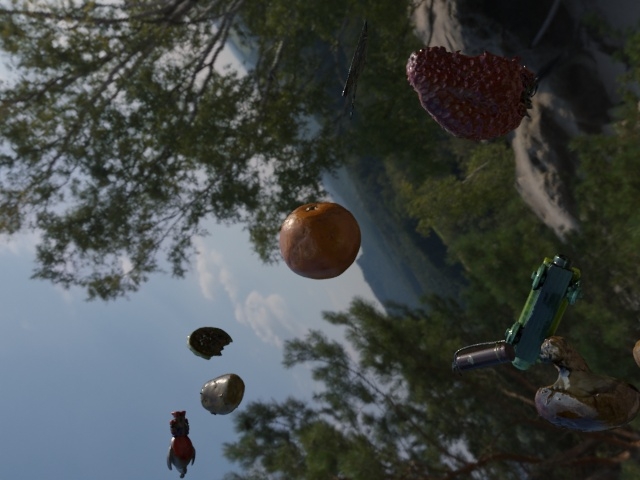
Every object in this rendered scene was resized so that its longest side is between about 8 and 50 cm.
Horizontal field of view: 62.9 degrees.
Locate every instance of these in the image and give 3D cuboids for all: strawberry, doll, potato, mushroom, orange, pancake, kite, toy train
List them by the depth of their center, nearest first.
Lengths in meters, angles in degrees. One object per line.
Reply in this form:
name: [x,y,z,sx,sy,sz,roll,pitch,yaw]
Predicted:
strawberry: [0.262,-0.235,0.910,0.175,0.236,0.106,88,-174,-67]
mushroom: [0.718,0.408,1.402,0.267,0.268,0.254,-102,18,-75]
pancake: [-0.319,0.287,1.481,0.116,0.022,0.129,24,-151,8]
kite: [0.108,-0.504,1.573,0.335,0.012,0.314,-63,-15,-50]
doll: [-0.427,0.620,1.593,0.104,0.062,0.194,58,-158,-72]
orange: [0.000,0.000,1.651,0.261,0.261,0.261,56,-174,-8]
potato: [-0.330,0.527,1.799,0.137,0.176,0.137,30,-128,-48]
toy train: [0.818,0.256,1.917,0.179,0.441,0.272,23,-168,21]

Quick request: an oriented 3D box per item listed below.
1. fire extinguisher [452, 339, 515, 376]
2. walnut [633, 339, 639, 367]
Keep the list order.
fire extinguisher: [0.368,0.272,1.211,0.043,0.158,0.064,4,-112,-46]
walnut: [1.009,0.347,1.530,0.167,0.149,0.166,33,144,28]
